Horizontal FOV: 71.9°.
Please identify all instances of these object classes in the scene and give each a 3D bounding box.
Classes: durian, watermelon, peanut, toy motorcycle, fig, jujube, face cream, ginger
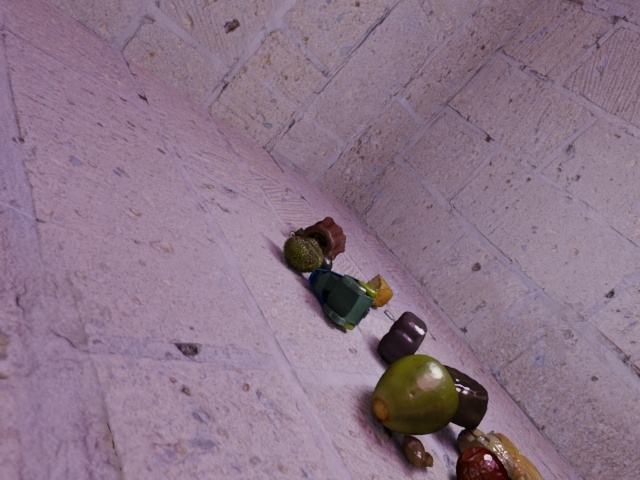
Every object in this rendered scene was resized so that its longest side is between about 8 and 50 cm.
[{"bbox_3d":[-0.082,0.061,1.915,0.198,0.146,0.159,37,30,-5],"label":"durian"},{"bbox_3d":[-0.002,0.100,2.083,0.133,0.105,0.105,59,8,-21],"label":"watermelon"},{"bbox_3d":[0.606,0.784,1.649,0.130,0.130,0.290,43,-14,-4],"label":"peanut"},{"bbox_3d":[0.060,0.206,1.843,0.200,0.191,0.326,29,5,-41],"label":"toy motorcycle"},{"bbox_3d":[0.299,0.515,1.445,0.326,0.258,0.258,-5,48,-48],"label":"fig"},{"bbox_3d":[0.550,0.814,1.463,0.236,0.168,0.168,64,17,9],"label":"jujube"},{"bbox_3d":[0.391,0.421,2.464,0.083,0.021,0.040,46,14,6],"label":"face cream"},{"bbox_3d":[0.299,0.659,1.379,0.096,0.067,0.165,50,-1,43],"label":"ginger"}]

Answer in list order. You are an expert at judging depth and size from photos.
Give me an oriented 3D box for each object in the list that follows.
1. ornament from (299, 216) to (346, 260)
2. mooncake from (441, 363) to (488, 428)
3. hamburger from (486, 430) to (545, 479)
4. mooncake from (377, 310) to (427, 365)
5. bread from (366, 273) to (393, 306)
[{"bbox_3d":[0.000,0.000,2.243,0.218,0.221,0.235,-18,108,-72],"label":"ornament"},{"bbox_3d":[0.524,0.615,1.773,0.291,0.161,0.290,22,2,-1],"label":"mooncake"},{"bbox_3d":[0.728,0.907,1.676,0.330,0.162,0.209,54,19,25],"label":"hamburger"},{"bbox_3d":[0.352,0.424,1.897,0.133,0.245,0.245,38,12,10],"label":"mooncake"},{"bbox_3d":[0.318,0.284,2.399,0.139,0.143,0.229,42,15,-6],"label":"bread"}]
